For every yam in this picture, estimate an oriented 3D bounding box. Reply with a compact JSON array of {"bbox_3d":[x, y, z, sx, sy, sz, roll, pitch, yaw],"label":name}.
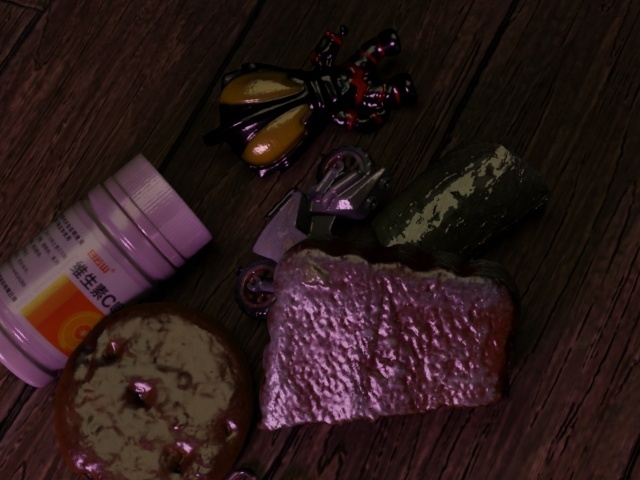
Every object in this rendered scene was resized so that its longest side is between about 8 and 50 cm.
[{"bbox_3d":[0.128,-0.024,1.009,0.183,0.107,0.107,-40,59,-2],"label":"yam"}]

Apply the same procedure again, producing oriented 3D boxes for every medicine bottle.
[{"bbox_3d":[-0.248,0.031,1.081,0.250,0.133,0.133,-41,59,-7],"label":"medicine bottle"}]

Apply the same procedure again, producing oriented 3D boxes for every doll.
[{"bbox_3d":[-0.020,-0.159,1.132,0.249,0.088,0.127,-17,60,4],"label":"doll"}]

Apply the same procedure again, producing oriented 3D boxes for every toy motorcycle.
[{"bbox_3d":[0.000,0.000,1.044,0.122,0.080,0.215,33,85,32],"label":"toy motorcycle"}]

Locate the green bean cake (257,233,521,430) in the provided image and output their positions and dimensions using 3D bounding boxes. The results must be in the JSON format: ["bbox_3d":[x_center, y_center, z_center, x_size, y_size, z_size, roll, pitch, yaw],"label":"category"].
[{"bbox_3d":[0.064,0.099,0.933,0.233,0.097,0.198,5,101,10],"label":"green bean cake"}]

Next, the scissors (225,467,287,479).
[{"bbox_3d":[-0.082,0.305,0.951,0.085,0.022,0.176,11,65,26],"label":"scissors"}]

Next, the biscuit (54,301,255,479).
[{"bbox_3d":[-0.167,0.165,1.011,0.212,0.036,0.212,-1,77,3],"label":"biscuit"}]
